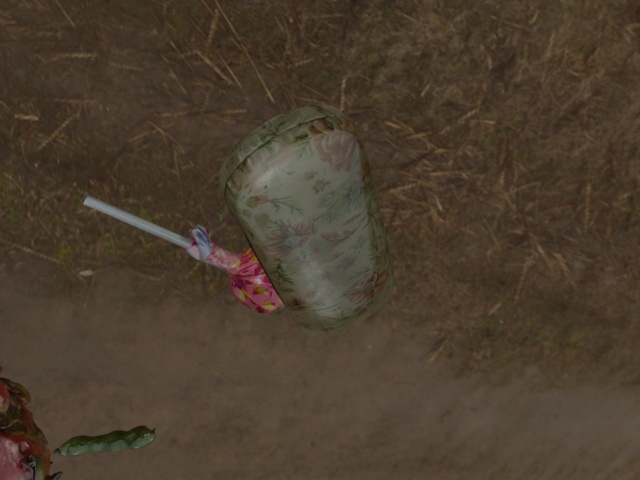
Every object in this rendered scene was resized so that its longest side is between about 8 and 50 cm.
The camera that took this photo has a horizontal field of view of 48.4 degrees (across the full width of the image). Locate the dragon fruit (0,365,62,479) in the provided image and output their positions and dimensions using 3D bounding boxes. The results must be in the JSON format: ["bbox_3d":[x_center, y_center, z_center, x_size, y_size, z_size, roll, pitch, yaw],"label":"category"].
[{"bbox_3d":[-0.611,0.305,1.121,0.314,0.296,0.263,-21,106,-24],"label":"dragon fruit"}]

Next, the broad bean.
[{"bbox_3d":[-0.506,0.477,1.688,0.256,0.052,0.053,-10,171,8],"label":"broad bean"}]

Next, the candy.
[{"bbox_3d":[-0.183,0.012,1.081,0.365,0.124,0.124,26,106,-24],"label":"candy"}]

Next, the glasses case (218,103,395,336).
[{"bbox_3d":[0.000,0.000,0.862,0.156,0.098,0.425,-31,149,-6],"label":"glasses case"}]
